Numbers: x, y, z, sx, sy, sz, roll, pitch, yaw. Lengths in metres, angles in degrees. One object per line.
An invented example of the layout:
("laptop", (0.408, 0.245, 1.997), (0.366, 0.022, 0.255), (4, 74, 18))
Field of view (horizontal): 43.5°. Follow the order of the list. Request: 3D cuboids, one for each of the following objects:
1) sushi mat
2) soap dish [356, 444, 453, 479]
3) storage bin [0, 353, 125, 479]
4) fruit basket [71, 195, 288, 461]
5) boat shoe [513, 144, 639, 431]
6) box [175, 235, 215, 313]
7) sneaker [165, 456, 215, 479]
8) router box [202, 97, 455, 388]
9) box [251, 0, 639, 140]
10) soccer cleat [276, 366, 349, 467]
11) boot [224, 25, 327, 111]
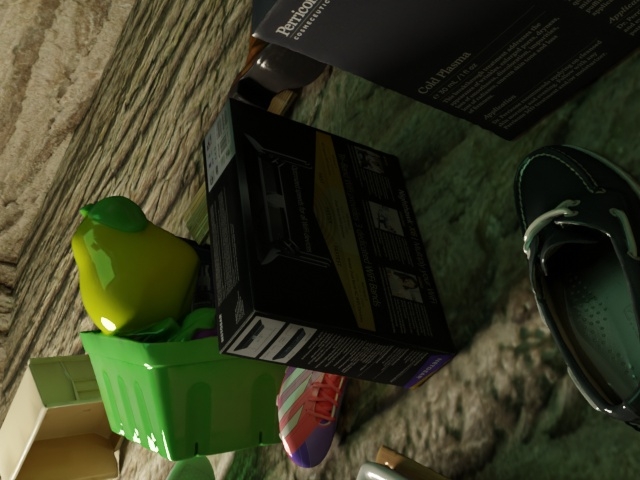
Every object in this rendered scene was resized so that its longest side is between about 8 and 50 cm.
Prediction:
("sushi mat", (-0.149, -0.144, 1.421), (0.316, 0.019, 0.151), (-57, 30, 11))
("soap dish", (0.100, 0.349, 0.683), (0.229, 0.118, 0.290), (6, 82, 62))
("storage bin", (-0.469, 0.353, 1.564), (0.123, 0.260, 0.262), (52, 124, 35))
("fruit basket", (-0.217, 0.114, 1.187), (0.392, 0.283, 0.391), (5, 96, 60))
("boat shoe", (0.221, 0.017, 0.655), (0.114, 0.091, 0.302), (-56, 34, 30))
("box", (-0.265, 0.097, 1.424), (0.108, 0.153, 0.207), (21, 96, 61))
("sneaker", (-0.248, 0.465, 1.259), (0.147, 0.105, 0.295), (7, 87, 56))
("router box", (0.000, 0.000, 0.903), (0.081, 0.243, 0.308), (-50, 36, 38))
("box", (0.155, -0.286, 0.691), (0.343, 0.313, 0.178), (-38, 45, 47))
("soccer cleat", (0.009, 0.156, 0.986), (0.095, 0.083, 0.247), (-8, 67, 55))
("boot", (-0.052, -0.349, 1.358), (0.264, 0.096, 0.280), (-44, 26, 43))
